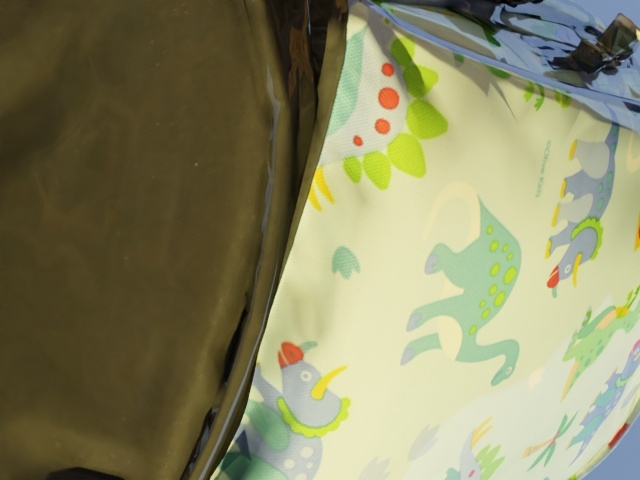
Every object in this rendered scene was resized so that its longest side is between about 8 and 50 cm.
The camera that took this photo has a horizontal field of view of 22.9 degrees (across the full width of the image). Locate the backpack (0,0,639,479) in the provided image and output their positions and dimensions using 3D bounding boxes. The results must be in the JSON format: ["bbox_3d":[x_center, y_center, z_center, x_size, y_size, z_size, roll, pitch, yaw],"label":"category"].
[{"bbox_3d":[0.000,0.000,0.587,0.273,0.355,0.290,24,-77,13],"label":"backpack"}]
